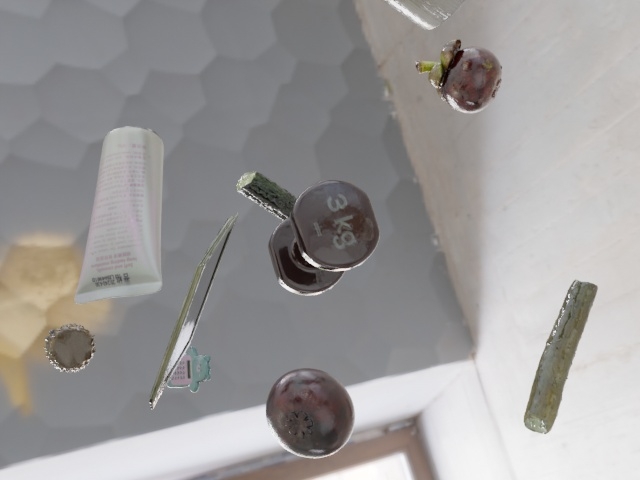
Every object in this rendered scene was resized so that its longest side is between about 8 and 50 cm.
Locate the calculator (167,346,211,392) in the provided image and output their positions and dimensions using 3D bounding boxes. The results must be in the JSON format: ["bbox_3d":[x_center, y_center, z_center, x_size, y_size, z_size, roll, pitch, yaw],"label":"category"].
[{"bbox_3d":[-0.275,0.269,1.870,0.141,0.019,0.094,-12,78,40],"label":"calculator"}]

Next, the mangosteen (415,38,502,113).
[{"bbox_3d":[0.311,-0.365,1.978,0.181,0.146,0.156,30,121,30],"label":"mangosteen"}]

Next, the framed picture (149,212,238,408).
[{"bbox_3d":[-0.186,0.097,1.318,0.197,0.014,0.252,-70,2,-66],"label":"framed picture"}]

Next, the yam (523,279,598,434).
[{"bbox_3d":[0.552,0.262,2.075,0.083,0.083,0.371,-15,48,63],"label":"yam"}]

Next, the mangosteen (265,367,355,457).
[{"bbox_3d":[-0.017,0.333,1.771,0.200,0.200,0.199,29,124,57],"label":"mangosteen"}]

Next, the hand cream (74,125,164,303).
[{"bbox_3d":[-0.374,-0.052,1.744,0.118,0.185,0.358,54,-148,-59],"label":"hand cream"}]

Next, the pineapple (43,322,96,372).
[{"bbox_3d":[-0.373,0.156,1.335,0.159,0.074,0.074,169,92,-70],"label":"pineapple"}]

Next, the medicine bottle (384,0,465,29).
[{"bbox_3d":[0.103,-0.573,1.665,0.224,0.384,0.224,-45,26,29],"label":"medicine bottle"}]

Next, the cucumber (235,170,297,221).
[{"bbox_3d":[-0.069,-0.063,1.671,0.058,0.187,0.058,-40,29,28],"label":"cucumber"}]

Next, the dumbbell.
[{"bbox_3d":[0.000,0.000,1.405,0.225,0.124,0.140,137,118,-70],"label":"dumbbell"}]
